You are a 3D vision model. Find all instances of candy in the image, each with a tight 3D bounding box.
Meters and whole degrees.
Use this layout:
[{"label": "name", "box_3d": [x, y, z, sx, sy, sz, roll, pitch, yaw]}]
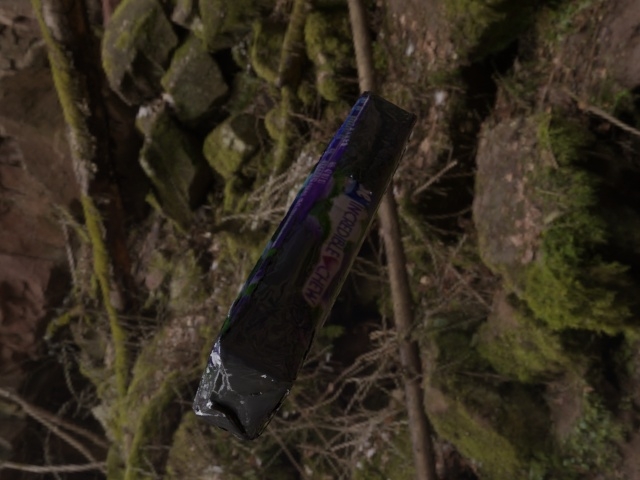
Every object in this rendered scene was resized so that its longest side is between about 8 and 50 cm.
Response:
[{"label": "candy", "box_3d": [0.000, 0.000, 0.529, 0.088, 0.061, 0.312, 114, -178, -46]}]
